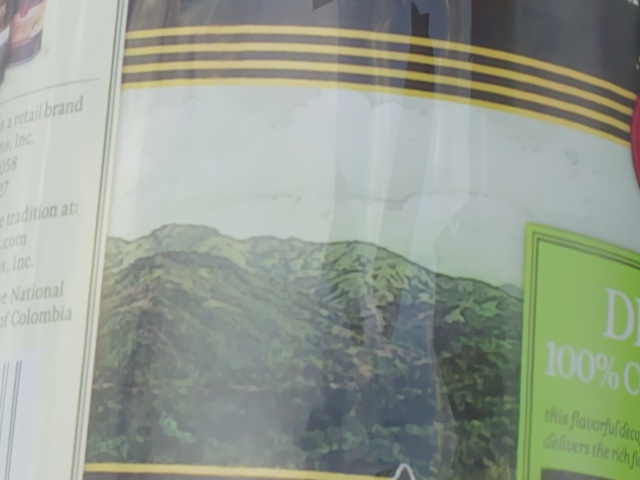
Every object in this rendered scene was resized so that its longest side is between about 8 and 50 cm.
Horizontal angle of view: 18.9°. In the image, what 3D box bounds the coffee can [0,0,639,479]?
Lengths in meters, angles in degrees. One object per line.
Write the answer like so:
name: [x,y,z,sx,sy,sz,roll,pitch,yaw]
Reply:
coffee can: [0.000,0.000,0.508,0.201,0.201,0.275,-8,72,40]
